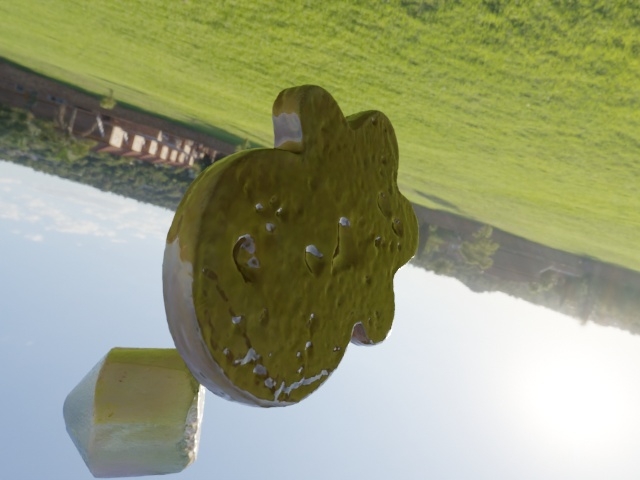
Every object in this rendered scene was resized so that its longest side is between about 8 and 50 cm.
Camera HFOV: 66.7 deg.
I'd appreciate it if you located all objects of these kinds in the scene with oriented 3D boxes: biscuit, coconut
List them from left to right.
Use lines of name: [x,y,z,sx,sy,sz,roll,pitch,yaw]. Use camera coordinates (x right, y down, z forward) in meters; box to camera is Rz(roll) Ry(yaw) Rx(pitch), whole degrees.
coconut: [-0.214,0.196,0.562,0.153,0.146,0.147,2,-176,-9]
biscuit: [-0.002,0.000,0.460,0.052,0.275,0.355,-4,-154,36]
